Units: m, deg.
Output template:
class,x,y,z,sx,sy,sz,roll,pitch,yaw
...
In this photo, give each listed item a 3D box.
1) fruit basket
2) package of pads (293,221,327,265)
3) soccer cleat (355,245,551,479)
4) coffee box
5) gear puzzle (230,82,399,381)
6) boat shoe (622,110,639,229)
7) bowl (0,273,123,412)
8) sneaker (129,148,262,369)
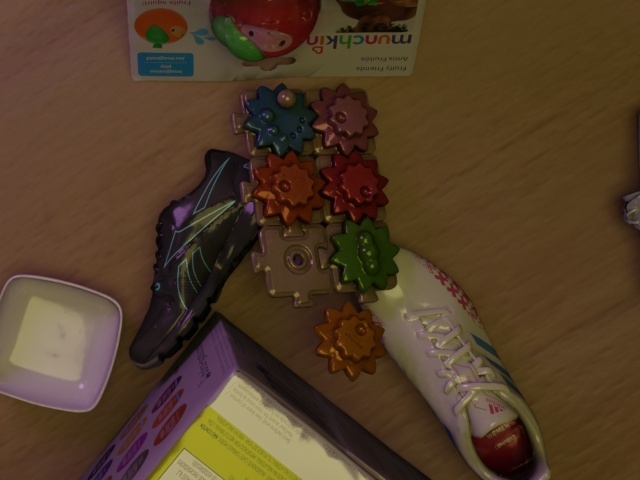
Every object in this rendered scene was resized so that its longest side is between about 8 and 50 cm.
class,x,y,z,sx,sy,sz,roll,pitch,yaw
fruit basket,-0.040,-0.275,1.416,0.327,0.353,0.165,-1,50,-7
package of pads,0.000,0.000,1.575,0.050,0.032,0.083,16,93,-9
soccer cleat,0.160,0.146,1.550,0.116,0.143,0.331,-36,98,-3
coffee box,-0.076,0.328,1.441,0.338,0.337,0.334,39,90,-9
gear puzzle,0.007,-0.014,1.496,0.176,0.044,0.338,-3,77,-25
boat shoe,0.391,-0.046,1.600,0.081,0.079,0.227,5,88,0
bowl,-0.299,0.112,1.539,0.142,0.053,0.142,16,93,-7
sneaker,-0.145,0.020,1.538,0.106,0.101,0.267,33,82,1
